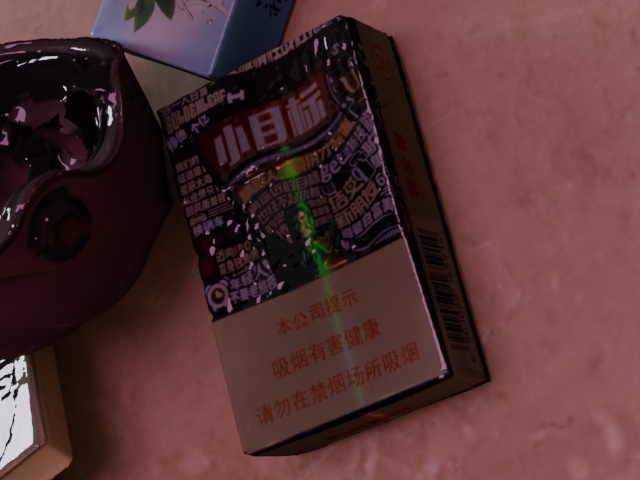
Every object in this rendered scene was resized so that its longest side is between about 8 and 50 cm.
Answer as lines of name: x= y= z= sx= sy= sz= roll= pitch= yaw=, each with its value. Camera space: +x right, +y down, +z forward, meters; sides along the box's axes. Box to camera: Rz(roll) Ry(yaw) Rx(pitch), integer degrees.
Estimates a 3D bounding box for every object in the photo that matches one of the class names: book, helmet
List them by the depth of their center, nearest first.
helmet: x=-0.260 y=-0.013 z=1.482 sx=0.271 sy=0.197 sz=0.338 roll=4 pitch=48 yaw=35
book: x=-0.377 y=0.188 z=1.618 sx=0.371 sy=0.043 sz=0.260 roll=-38 pitch=44 yaw=22

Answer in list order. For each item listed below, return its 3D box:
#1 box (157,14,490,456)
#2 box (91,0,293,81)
box: x=0.000 y=0.000 z=1.430 sx=0.198 sy=0.084 sz=0.310 roll=-24 pitch=71 yaw=27
box: x=-0.089 y=-0.257 z=1.525 sx=0.143 sy=0.083 sz=0.232 roll=21 pitch=96 yaw=34
